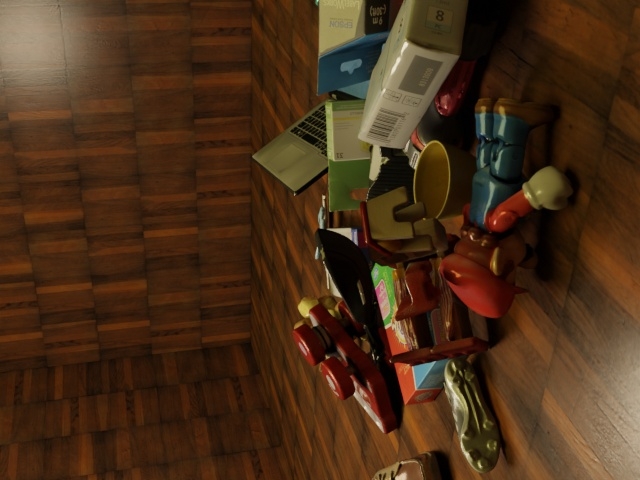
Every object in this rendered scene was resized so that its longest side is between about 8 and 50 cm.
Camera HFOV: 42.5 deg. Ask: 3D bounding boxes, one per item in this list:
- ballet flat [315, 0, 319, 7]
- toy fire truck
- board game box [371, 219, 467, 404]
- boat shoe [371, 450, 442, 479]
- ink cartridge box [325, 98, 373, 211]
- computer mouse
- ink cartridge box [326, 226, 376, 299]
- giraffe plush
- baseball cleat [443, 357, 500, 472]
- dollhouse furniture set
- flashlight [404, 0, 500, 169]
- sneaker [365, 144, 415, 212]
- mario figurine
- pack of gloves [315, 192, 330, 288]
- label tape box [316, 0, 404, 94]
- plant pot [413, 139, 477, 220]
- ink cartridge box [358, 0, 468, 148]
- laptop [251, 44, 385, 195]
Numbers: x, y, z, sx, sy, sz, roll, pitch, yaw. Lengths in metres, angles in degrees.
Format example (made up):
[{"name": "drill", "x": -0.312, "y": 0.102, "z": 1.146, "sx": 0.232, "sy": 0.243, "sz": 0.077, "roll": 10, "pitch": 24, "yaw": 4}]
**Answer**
[{"name": "ballet flat", "x": 0.091, "y": -0.552, "z": 1.681, "sx": 0.123, "sy": 0.123, "sz": 0.348, "roll": 100, "pitch": -171, "yaw": -48}, {"name": "toy fire truck", "x": 0.072, "y": 0.300, "z": 1.975, "sx": 0.302, "sy": 0.169, "sz": 0.253, "roll": 45, "pitch": 158, "yaw": 42}, {"name": "board game box", "x": 0.193, "y": 0.143, "z": 1.678, "sx": 0.242, "sy": 0.064, "sz": 0.316, "roll": 106, "pitch": 155, "yaw": -57}, {"name": "boat shoe", "x": 0.178, "y": 0.536, "z": 1.775, "sx": 0.324, "sy": 0.117, "sz": 0.123, "roll": 110, "pitch": 152, "yaw": -60}, {"name": "ink cartridge box", "x": 0.100, "y": -0.177, "z": 1.714, "sx": 0.056, "sy": 0.171, "sz": 0.235, "roll": -140, "pitch": 46, "yaw": -71}, {"name": "computer mouse", "x": 0.060, "y": 0.060, "z": 1.368, "sx": 0.184, "sy": 0.060, "sz": 0.262, "roll": -102, "pitch": -13, "yaw": -59}, {"name": "ink cartridge box", "x": 0.082, "y": 0.057, "z": 2.111, "sx": 0.311, "sy": 0.065, "sz": 0.185, "roll": -179, "pitch": 84, "yaw": -79}, {"name": "giraffe plush", "x": 0.043, "y": 0.221, "z": 2.159, "sx": 0.170, "sy": 0.181, "sz": 0.210, "roll": -45, "pitch": 47, "yaw": 52}, {"name": "baseball cleat", "x": 0.269, "y": 0.311, "z": 1.459, "sx": 0.109, "sy": 0.072, "sz": 0.205, "roll": 76, "pitch": -175, "yaw": -67}, {"name": "dollhouse furniture set", "x": 0.140, "y": 0.076, "z": 1.318, "sx": 0.374, "sy": 0.152, "sz": 0.201, "roll": 29, "pitch": -132, "yaw": -62}, {"name": "flashlight", "x": 0.218, "y": -0.246, "z": 1.363, "sx": 0.103, "sy": 0.103, "sz": 0.304, "roll": 47, "pitch": 147, "yaw": 27}, {"name": "sneaker", "x": 0.159, "y": -0.179, "z": 1.642, "sx": 0.146, "sy": 0.123, "sz": 0.330, "roll": -83, "pitch": -1, "yaw": -50}, {"name": "mario figurine", "x": 0.282, "y": -0.042, "z": 1.211, "sx": 0.198, "sy": 0.170, "sz": 0.320, "roll": -16, "pitch": -65, "yaw": -68}, {"name": "pack of gloves", "x": 0.000, "y": 0.000, "z": 2.348, "sx": 0.195, "sy": 0.046, "sz": 0.232, "roll": -80, "pitch": -14, "yaw": -73}, {"name": "label tape box", "x": 0.099, "y": -0.440, "z": 1.483, "sx": 0.106, "sy": 0.241, "sz": 0.333, "roll": 13, "pitch": 114, "yaw": 30}, {"name": "plant pot", "x": 0.226, "y": -0.096, "z": 1.366, "sx": 0.134, "sy": 0.095, "sz": 0.134, "roll": -178, "pitch": 90, "yaw": -72}, {"name": "ink cartridge box", "x": 0.160, "y": -0.382, "z": 1.310, "sx": 0.308, "sy": 0.091, "sz": 0.384, "roll": 115, "pitch": 166, "yaw": -69}, {"name": "laptop", "x": -0.012, "y": -0.353, "z": 1.870, "sx": 0.236, "sy": 0.408, "sz": 0.382, "roll": 54, "pitch": 175, "yaw": -25}]
